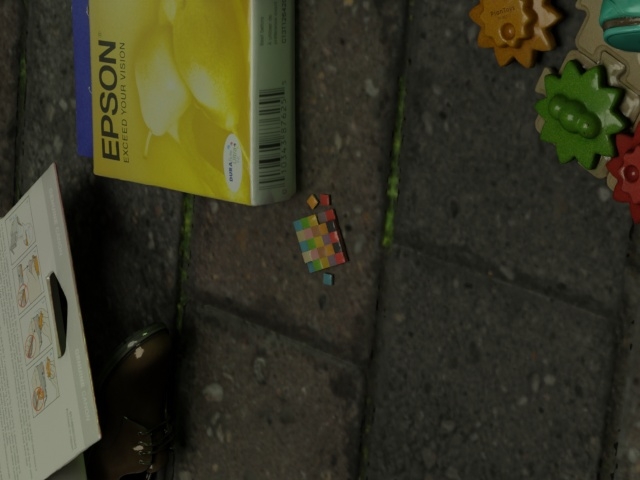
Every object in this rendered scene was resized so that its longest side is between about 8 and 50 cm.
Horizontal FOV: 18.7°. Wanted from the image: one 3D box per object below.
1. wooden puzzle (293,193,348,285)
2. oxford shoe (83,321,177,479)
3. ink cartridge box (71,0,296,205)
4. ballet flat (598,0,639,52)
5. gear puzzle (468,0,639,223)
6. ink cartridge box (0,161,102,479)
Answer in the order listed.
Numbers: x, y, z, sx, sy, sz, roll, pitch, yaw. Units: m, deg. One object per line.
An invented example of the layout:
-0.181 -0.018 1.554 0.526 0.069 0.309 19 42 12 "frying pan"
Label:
0.000 0.000 1.749 0.049 0.006 0.083 -18 88 44 "wooden puzzle"
-0.172 0.172 1.906 0.096 0.083 0.227 42 137 25 "oxford shoe"
-0.151 -0.202 1.801 0.307 0.072 0.303 10 107 39 "ink cartridge box"
0.314 -0.174 1.361 0.247 0.083 0.087 7 81 31 "ballet flat"
0.236 -0.113 1.476 0.339 0.044 0.175 42 125 28 "gear puzzle"
-0.281 0.111 1.937 0.261 0.066 0.296 -36 57 43 "ink cartridge box"
